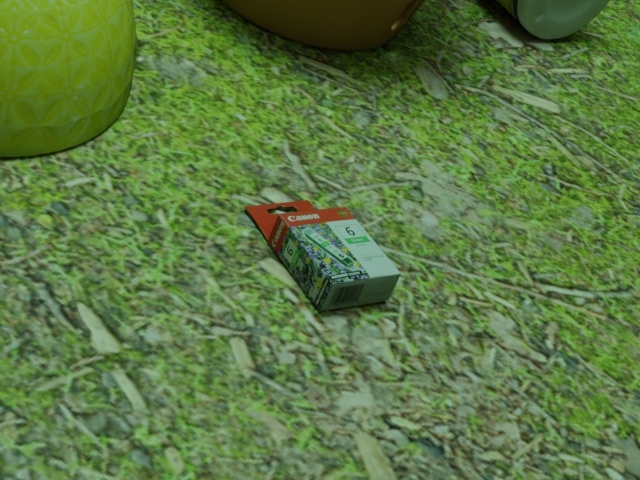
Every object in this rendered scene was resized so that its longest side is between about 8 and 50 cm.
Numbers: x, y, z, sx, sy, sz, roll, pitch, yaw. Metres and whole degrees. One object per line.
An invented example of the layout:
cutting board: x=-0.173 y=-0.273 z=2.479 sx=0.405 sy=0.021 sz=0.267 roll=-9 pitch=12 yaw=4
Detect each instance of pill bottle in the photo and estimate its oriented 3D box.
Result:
pill bottle: x=0.197 y=-0.307 z=1.575 sx=0.119 sy=0.119 sz=0.208 roll=-6 pitch=44 yaw=-36

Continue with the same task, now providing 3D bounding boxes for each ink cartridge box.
ink cartridge box: x=0.000 y=0.000 z=1.123 sx=0.063 sy=0.029 sz=0.115 roll=-7 pitch=45 yaw=-36

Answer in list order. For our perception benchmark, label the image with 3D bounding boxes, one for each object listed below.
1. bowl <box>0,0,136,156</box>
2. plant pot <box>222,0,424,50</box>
bowl: x=-0.260 y=-0.209 z=1.143 sx=0.290 sy=0.156 sz=0.289 roll=15 pitch=35 yaw=-11
plant pot: x=0.012 y=-0.307 z=1.392 sx=0.291 sy=0.203 sz=0.291 roll=16 pitch=35 yaw=-12
